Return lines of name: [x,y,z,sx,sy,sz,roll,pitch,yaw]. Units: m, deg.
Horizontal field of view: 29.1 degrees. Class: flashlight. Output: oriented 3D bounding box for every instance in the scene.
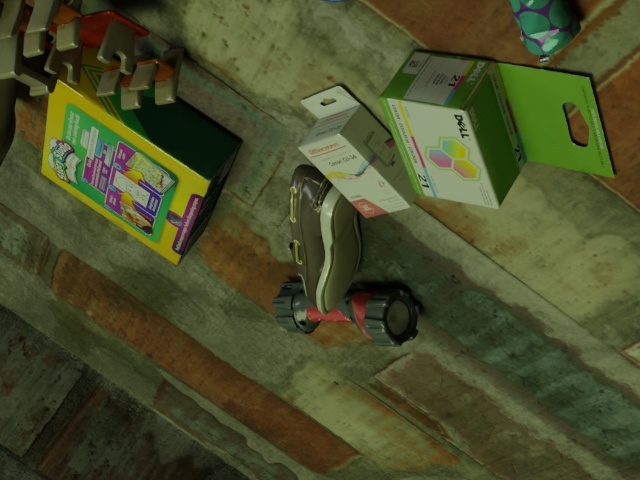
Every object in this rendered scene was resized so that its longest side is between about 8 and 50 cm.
flashlight: [0.039,0.134,2.207,0.304,0.103,0.103,-3,138,48]

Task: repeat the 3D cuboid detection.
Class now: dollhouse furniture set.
dollhouse furniture set: [-0.372,-0.308,1.861,0.259,0.135,0.262,-3,160,39]

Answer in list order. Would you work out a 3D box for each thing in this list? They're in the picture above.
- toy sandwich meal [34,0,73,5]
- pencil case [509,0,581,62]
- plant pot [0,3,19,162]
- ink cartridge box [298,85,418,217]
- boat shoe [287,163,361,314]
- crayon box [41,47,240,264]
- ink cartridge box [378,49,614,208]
toy sandwich meal: [-0.426,-0.393,1.941,0.085,0.029,0.085,26,152,15]
pencil case: [0.231,-0.276,1.377,0.070,0.064,0.152,-14,128,31]
plant pot: [-0.645,-0.278,2.118,0.323,0.323,0.280,39,136,-10]
ink cartridge box: [0.049,-0.128,1.809,0.198,0.067,0.115,45,151,-19]
boat shoe: [0.000,0.000,2.024,0.096,0.116,0.324,29,149,20]
crayon box: [-0.325,-0.144,2.150,0.313,0.106,0.363,35,152,1]
ink cartridge box: [0.226,-0.132,1.579,0.255,0.097,0.189,14,147,35]
